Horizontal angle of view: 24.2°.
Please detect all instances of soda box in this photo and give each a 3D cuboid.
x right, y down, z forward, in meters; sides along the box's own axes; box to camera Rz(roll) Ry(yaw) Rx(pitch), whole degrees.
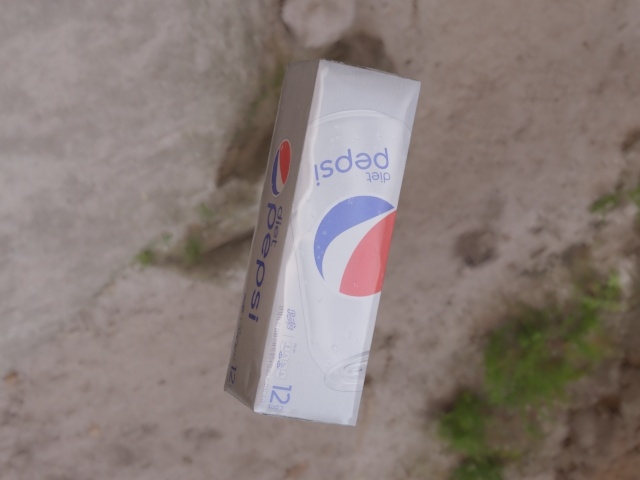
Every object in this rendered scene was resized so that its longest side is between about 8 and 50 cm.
[{"bbox_3d":[0.000,0.000,1.215,0.091,0.098,0.286,10,91,-19],"label":"soda box"}]
